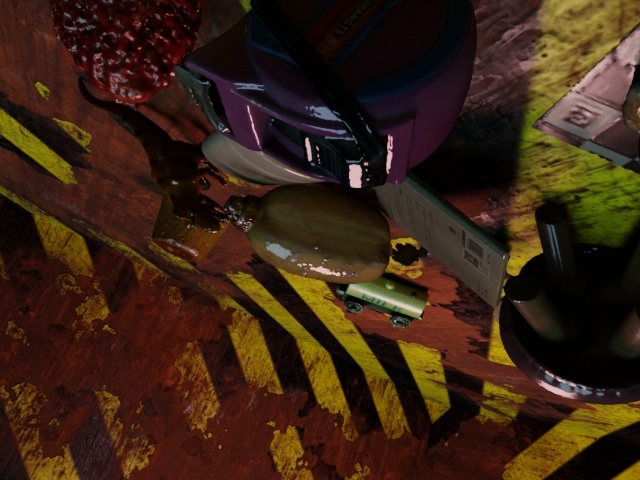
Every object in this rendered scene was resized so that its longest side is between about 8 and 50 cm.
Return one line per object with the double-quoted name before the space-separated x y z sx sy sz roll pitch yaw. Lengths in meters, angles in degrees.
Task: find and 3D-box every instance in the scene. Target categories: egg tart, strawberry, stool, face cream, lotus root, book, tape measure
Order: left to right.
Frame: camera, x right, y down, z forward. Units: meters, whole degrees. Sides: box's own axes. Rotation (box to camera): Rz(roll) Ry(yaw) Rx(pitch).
"strawberry" -0.231 -0.258 0.588 0.187 0.201 0.184 -3 173 12
"egg tart" -0.367 -0.036 1.354 0.203 0.147 0.202 21 159 8
"face cream" -0.078 -0.135 0.763 0.174 0.081 0.348 19 178 -22
"lotus root" -0.019 -0.015 0.926 0.343 0.169 0.151 14 172 -21
"tape measure" 0.022 -0.172 0.490 0.245 0.231 0.149 33 159 20
"book" 0.182 -0.023 0.797 0.282 0.025 0.215 47 172 29
"stool" 0.403 0.083 0.733 0.272 0.272 0.178 9 142 31

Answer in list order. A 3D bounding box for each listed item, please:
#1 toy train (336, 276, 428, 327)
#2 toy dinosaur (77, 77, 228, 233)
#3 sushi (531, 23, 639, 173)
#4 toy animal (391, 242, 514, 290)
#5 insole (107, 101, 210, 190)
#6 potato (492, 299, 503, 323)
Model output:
"toy train" 0.173 0.150 1.361 0.253 0.105 0.157 19 147 2
"toy dinosaur" -0.278 -0.162 0.961 0.432 0.208 0.097 46 125 22
"sushi" 0.441 -0.108 0.461 0.343 0.064 0.359 22 159 -2
"toy animal" 0.261 0.027 0.972 0.214 0.093 0.186 0 160 47
"insole" -0.355 -0.202 1.113 0.110 0.012 0.309 8 156 30
"potato" 0.449 0.161 1.194 0.037 0.036 0.093 52 153 28
